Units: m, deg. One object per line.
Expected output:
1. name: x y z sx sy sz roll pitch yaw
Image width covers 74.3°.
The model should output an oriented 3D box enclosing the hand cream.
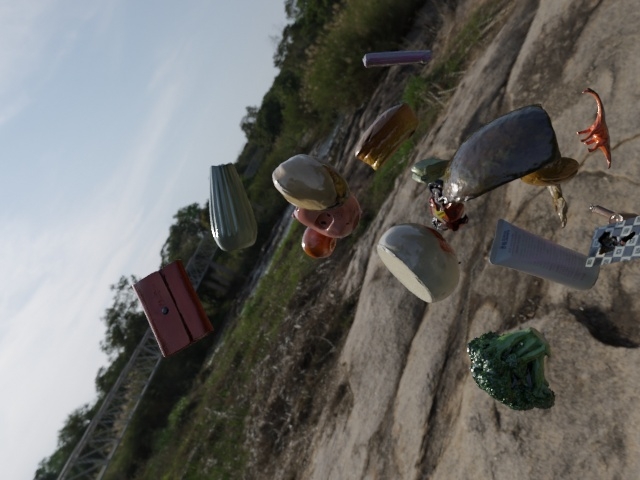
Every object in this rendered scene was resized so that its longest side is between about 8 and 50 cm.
1. hand cream: 0.768 0.063 1.463 0.118 0.359 0.185 103 -171 -68

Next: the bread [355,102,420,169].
1. bread: 0.248 -0.393 1.590 0.269 0.143 0.195 -47 1 25

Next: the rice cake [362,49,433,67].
1. rice cake: 0.299 -0.707 1.642 0.049 0.270 0.055 60 -148 -74

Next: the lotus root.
1. lotus root: 0.423 -0.212 1.047 0.314 0.141 0.210 -26 9 44

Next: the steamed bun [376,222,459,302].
1. steamed bun: 0.430 0.075 1.781 0.241 0.374 0.374 -41 10 -4

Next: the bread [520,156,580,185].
1. bread: 0.787 -0.235 1.457 0.077 0.190 0.114 -67 -32 -42

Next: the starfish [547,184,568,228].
1. starfish: 0.962 -0.164 1.727 0.062 0.235 0.277 -20 46 19

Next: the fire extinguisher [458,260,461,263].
1. fire extinguisher: 0.573 0.085 1.953 0.035 0.173 0.048 143 149 -81

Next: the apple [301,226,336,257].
1. apple: 0.000 0.000 1.832 0.163 0.139 0.163 -30 -54 -53

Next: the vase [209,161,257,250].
1. vase: -0.261 -0.099 1.220 0.128 0.128 0.247 -137 36 -78

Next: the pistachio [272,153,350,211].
1. pistachio: -0.027 -0.158 1.185 0.157 0.230 0.157 -34 -43 -40

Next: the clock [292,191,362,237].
1. clock: 0.033 -0.099 1.555 0.142 0.241 0.227 -57 2 -35

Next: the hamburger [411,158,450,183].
1. hamburger: 0.315 -0.209 1.233 0.121 0.054 0.084 -26 25 -23

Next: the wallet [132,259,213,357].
1. wallet: -0.365 0.166 1.041 0.142 0.204 0.045 -30 -11 7

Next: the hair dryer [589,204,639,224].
1. hair dryer: 1.174 -0.104 1.705 0.181 0.117 0.063 -128 42 -55

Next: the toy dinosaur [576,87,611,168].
1. toy dinosaur: 0.933 -0.375 1.438 0.102 0.279 0.055 -26 14 30

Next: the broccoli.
1. broccoli: 0.633 0.409 1.384 0.275 0.308 0.307 -52 16 29

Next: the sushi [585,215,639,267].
1. sushi: 0.853 0.009 1.196 0.201 0.031 0.139 130 164 -76

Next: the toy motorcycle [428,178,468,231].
1. toy motorcycle: 0.534 -0.138 1.764 0.089 0.171 0.298 -47 -40 -23
